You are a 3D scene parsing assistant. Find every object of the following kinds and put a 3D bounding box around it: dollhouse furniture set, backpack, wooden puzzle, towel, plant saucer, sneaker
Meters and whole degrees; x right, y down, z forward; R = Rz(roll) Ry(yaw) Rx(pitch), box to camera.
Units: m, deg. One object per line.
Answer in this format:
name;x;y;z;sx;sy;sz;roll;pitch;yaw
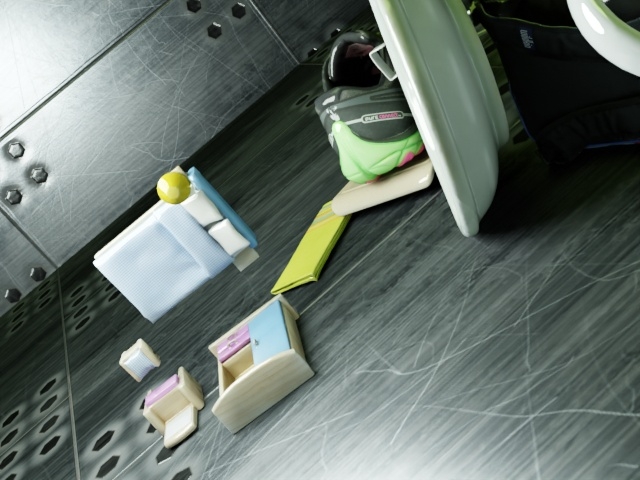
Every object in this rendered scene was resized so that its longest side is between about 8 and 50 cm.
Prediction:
dollhouse furniture set;-0.200;0.100;1.227;0.286;0.303;0.198;-37;19;5
backpack;0.355;-0.233;1.078;0.213;0.276;0.263;-47;34;-19
wooden puzzle;0.149;-0.136;1.504;0.221;0.044;0.238;-18;27;45
towel;0.000;0.000;1.519;0.102;0.021;0.237;-26;23;41
plant saucer;0.157;-0.204;1.156;0.101;0.400;0.400;-21;22;7
sneaker;0.121;-0.291;1.529;0.185;0.202;0.483;-25;23;31

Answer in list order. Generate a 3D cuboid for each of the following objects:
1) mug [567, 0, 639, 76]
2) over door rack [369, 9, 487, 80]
mug;0.405;-0.235;0.794;0.374;0.276;0.328;-2;63;3
over door rack;0.273;-0.328;1.379;0.324;0.108;0.239;-8;28;34
